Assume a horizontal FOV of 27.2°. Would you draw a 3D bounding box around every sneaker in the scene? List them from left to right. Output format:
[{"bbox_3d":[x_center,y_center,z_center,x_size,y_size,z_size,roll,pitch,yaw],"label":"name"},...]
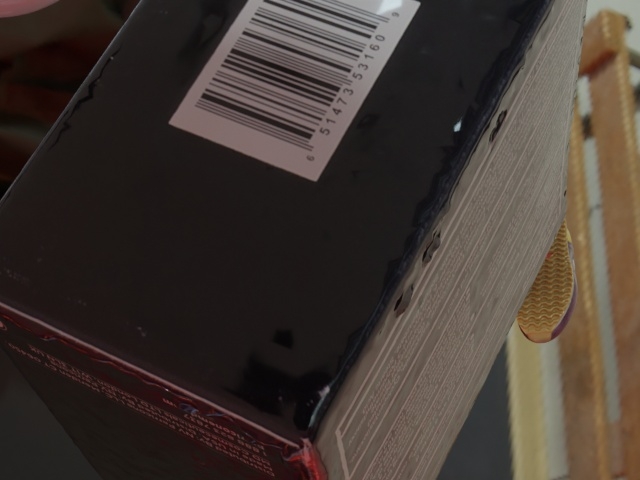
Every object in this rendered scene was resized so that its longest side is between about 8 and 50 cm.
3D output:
[{"bbox_3d":[0.253,0.052,1.444,0.069,0.084,0.185,-6,44,21],"label":"sneaker"}]

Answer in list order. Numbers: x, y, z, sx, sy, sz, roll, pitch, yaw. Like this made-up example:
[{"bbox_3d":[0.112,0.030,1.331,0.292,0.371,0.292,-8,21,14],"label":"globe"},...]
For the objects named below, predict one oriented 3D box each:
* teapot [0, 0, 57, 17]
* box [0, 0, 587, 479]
[{"bbox_3d":[-0.309,-0.317,1.235,0.187,0.256,0.252,-174,81,-79],"label":"teapot"},{"bbox_3d":[0.000,0.000,0.685,0.182,0.294,0.296,22,66,18],"label":"box"}]
